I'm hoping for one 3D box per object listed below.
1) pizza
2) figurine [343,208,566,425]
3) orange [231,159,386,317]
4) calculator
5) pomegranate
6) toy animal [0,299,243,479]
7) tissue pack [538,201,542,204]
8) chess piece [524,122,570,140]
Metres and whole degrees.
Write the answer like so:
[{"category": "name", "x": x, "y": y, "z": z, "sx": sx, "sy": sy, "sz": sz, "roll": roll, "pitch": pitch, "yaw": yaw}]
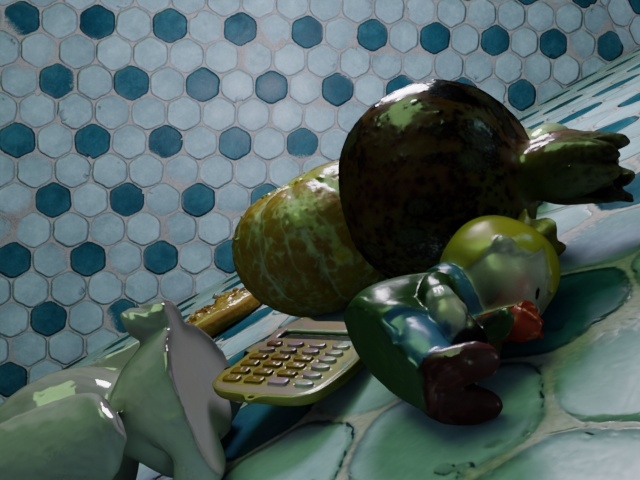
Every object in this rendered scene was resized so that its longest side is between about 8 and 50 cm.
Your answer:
[{"category": "pizza", "x": -0.261, "y": 0.187, "z": 1.463, "sx": 0.365, "sy": 0.073, "sz": 0.182, "roll": -31, "pitch": 15, "yaw": -32}, {"category": "figurine", "x": 0.152, "y": 0.055, "z": 0.501, "sx": 0.234, "sy": 0.127, "sz": 0.185, "roll": -17, "pitch": 14, "yaw": -18}, {"category": "orange", "x": 0.000, "y": 0.000, "z": 1.010, "sx": 0.329, "sy": 0.249, "sz": 0.329, "roll": -33, "pitch": 6, "yaw": 4}, {"category": "calculator", "x": -0.022, "y": 0.142, "z": 0.663, "sx": 0.157, "sy": 0.033, "sz": 0.236, "roll": -2, "pitch": 10, "yaw": 27}, {"category": "pomegranate", "x": 0.193, "y": -0.072, "z": 0.687, "sx": 0.341, "sy": 0.285, "sz": 0.285, "roll": -9, "pitch": 17, "yaw": 38}, {"category": "toy animal", "x": -0.243, "y": 0.203, "z": 0.619, "sx": 0.265, "sy": 0.206, "sz": 0.271, "roll": -25, "pitch": 8, "yaw": 4}, {"category": "tissue pack", "x": 0.324, "y": -0.108, "z": 1.026, "sx": 0.082, "sy": 0.120, "sz": 0.169, "roll": -27, "pitch": 7, "yaw": 0}, {"category": "chess piece", "x": 0.422, "y": -0.181, "z": 1.189, "sx": 0.144, "sy": 0.144, "sz": 0.251, "roll": -32, "pitch": 11, "yaw": -30}]
